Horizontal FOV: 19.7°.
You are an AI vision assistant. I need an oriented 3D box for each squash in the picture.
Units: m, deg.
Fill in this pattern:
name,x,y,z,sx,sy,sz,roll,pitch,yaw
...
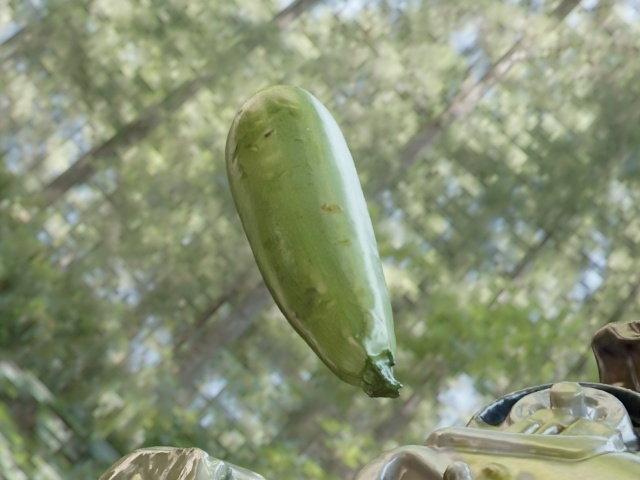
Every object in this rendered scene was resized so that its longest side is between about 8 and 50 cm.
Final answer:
name,x,y,z,sx,sy,sz,roll,pitch,yaw
squash,-0.007,0.003,1.649,0.118,0.118,0.370,101,-22,-46

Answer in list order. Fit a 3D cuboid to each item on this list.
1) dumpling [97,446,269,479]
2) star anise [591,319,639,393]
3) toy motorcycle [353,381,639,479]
name,x,y,z,sx,sy,sz,roll,pitch,yaw
dumpling,-0.064,0.184,0.885,0.132,0.162,0.250,12,-21,11
star anise,0.229,0.145,1.010,0.236,0.223,0.109,35,-38,-12
toy motorcycle,0.102,0.139,0.654,0.340,0.223,0.108,33,-47,59
